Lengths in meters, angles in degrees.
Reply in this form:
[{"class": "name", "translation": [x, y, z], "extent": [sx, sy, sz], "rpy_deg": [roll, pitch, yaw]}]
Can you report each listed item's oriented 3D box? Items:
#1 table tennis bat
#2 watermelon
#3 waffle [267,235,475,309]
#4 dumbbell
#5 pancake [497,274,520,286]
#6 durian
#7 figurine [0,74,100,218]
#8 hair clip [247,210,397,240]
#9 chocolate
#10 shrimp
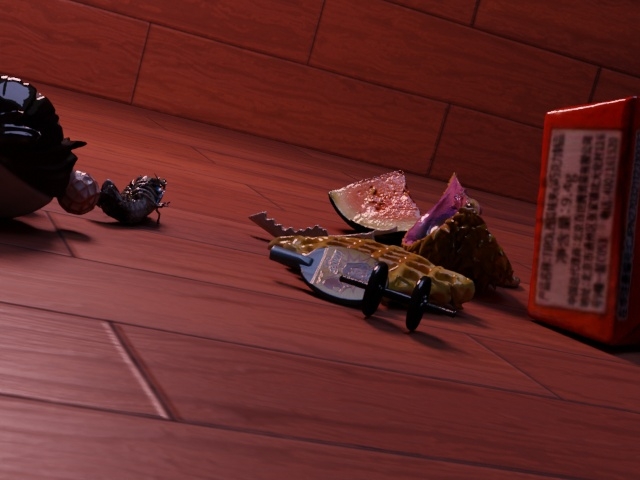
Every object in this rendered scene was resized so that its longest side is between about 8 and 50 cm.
[{"class": "table tennis bat", "translation": [0.011, 0.037, 1.552], "extent": [0.155, 0.019, 0.100], "rpy_deg": [18, 41, 8]}, {"class": "watermelon", "translation": [0.122, -0.035, 2.169], "extent": [0.193, 0.137, 0.145], "rpy_deg": [9, 46, -39]}, {"class": "waffle", "translation": [0.068, 0.035, 1.689], "extent": [0.261, 0.056, 0.250], "rpy_deg": [4, 14, -34]}, {"class": "dumbbell", "translation": [0.091, 0.067, 1.473], "extent": [0.147, 0.069, 0.069], "rpy_deg": [17, 8, 16]}, {"class": "pancake", "translation": [0.276, 0.049, 2.090], "extent": [0.140, 0.022, 0.139], "rpy_deg": [15, 9, -3]}, {"class": "durian", "translation": [0.226, 0.009, 1.935], "extent": [0.186, 0.153, 0.260], "rpy_deg": [38, 9, 7]}, {"class": "figurine", "translation": [-0.400, -0.116, 1.502], "extent": [0.281, 0.167, 0.370], "rpy_deg": [42, -8, -14]}, {"class": "hair clip", "translation": [0.000, 0.000, 1.845], "extent": [0.226, 0.072, 0.034], "rpy_deg": [7, 1, 3]}, {"class": "chocolate", "translation": [0.455, -0.030, 1.853], "extent": [0.161, 0.360, 0.341], "rpy_deg": [5, 1, 35]}, {"class": "shrimp", "translation": [-0.260, -0.049, 1.695], "extent": [0.082, 0.076, 0.174], "rpy_deg": [-25, 0, 19]}]
